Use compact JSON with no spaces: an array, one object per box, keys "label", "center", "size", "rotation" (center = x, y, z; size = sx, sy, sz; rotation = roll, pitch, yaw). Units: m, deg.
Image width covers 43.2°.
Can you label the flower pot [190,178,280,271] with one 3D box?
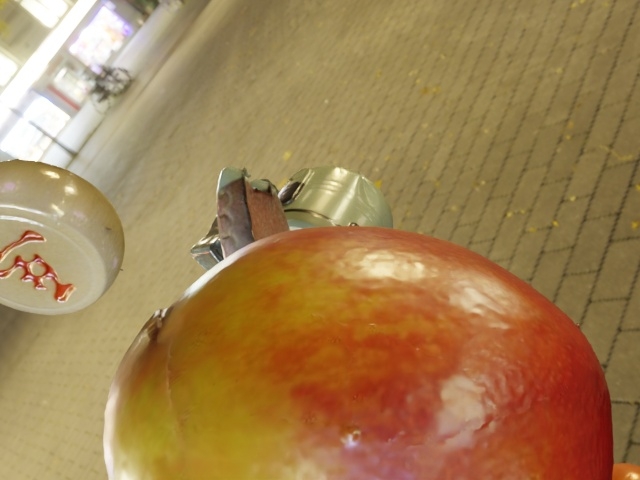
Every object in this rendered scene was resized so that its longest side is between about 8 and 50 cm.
[{"label":"flower pot","center":[-0.179,-0.032,1.790],"size":[0.108,0.103,0.229],"rotation":[-7,49,59]}]

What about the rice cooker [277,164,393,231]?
[{"label":"rice cooker","center":[0.000,0.000,1.435],"size":[0.226,0.226,0.244],"rotation":[-30,23,44]}]

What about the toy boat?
[{"label":"toy boat","center":[-0.098,0.013,1.140],"size":[0.085,0.155,0.227],"rotation":[-19,74,16]}]

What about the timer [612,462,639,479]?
[{"label":"timer","center":[0.260,0.233,0.662],"size":[0.099,0.136,0.136],"rotation":[24,76,40]}]

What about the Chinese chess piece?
[{"label":"Chinese chess piece","center":[-0.434,0.000,1.236],"size":[0.273,0.273,0.102],"rotation":[-37,32,34]}]

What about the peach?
[{"label":"peach","center":[0.032,0.159,0.609],"size":[0.370,0.370,0.370],"rotation":[-43,23,23]}]
